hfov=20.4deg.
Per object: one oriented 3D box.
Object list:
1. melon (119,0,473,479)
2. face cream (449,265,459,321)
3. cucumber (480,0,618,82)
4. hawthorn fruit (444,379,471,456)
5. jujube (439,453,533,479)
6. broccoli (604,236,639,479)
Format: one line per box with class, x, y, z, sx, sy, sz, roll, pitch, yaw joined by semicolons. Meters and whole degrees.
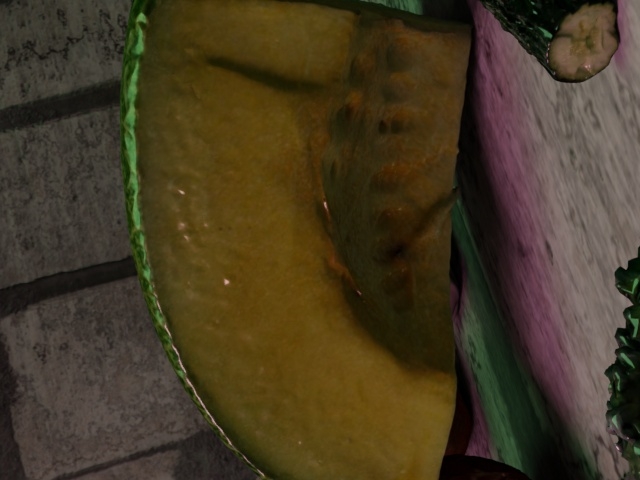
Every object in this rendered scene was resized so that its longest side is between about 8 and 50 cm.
melon;0.000;0.000;1.207;0.331;0.226;0.343;-3;-77;-66
face cream;0.042;-0.042;1.494;0.107;0.073;0.269;82;169;-55
cucumber;0.110;-0.150;1.010;0.187;0.058;0.058;-118;17;-54
hawthorn fruit;0.042;0.170;1.518;0.188;0.169;0.169;104;152;-47
jujube;0.108;0.250;1.235;0.243;0.183;0.183;-151;47;-75
broccoli;0.193;0.059;0.693;0.160;0.154;0.167;-10;96;40
